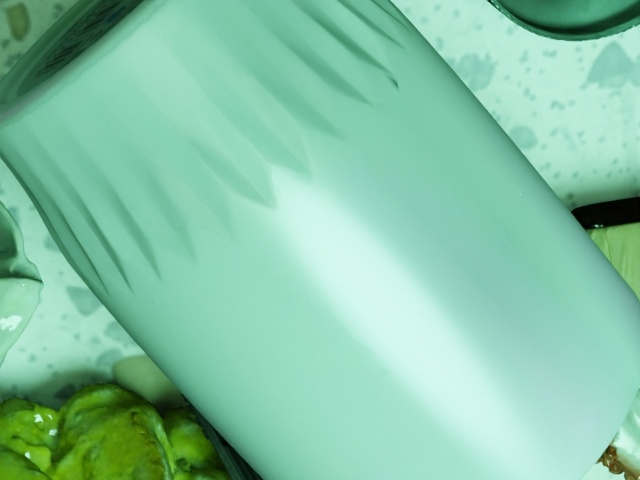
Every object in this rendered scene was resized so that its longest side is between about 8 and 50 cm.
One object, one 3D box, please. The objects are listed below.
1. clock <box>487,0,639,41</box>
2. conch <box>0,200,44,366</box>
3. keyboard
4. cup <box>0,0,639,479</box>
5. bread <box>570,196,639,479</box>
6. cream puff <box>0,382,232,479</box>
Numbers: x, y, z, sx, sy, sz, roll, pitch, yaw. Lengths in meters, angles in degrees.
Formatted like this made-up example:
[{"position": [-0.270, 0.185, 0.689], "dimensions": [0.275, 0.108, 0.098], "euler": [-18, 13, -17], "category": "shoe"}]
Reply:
[{"position": [0.174, -0.235, 0.763], "dimensions": [0.215, 0.042, 0.215], "euler": [-11, 121, -20], "category": "clock"}, {"position": [-0.298, 0.068, 0.711], "dimensions": [0.275, 0.183, 0.149], "euler": [-14, 157, -12], "category": "conch"}, {"position": [-0.075, 0.105, 0.780], "dimensions": [0.013, 0.061, 0.204], "euler": [-32, 83, 6], "category": "keyboard"}, {"position": [0.000, 0.000, 0.710], "dimensions": [0.253, 0.253, 0.371], "euler": [-41, 113, 2], "category": "cup"}, {"position": [0.262, 0.073, 0.877], "dimensions": [0.224, 0.142, 0.212], "euler": [-9, 97, -11], "category": "bread"}, {"position": [-0.149, 0.213, 0.801], "dimensions": [0.244, 0.196, 0.244], "euler": [-27, 138, -27], "category": "cream puff"}]
